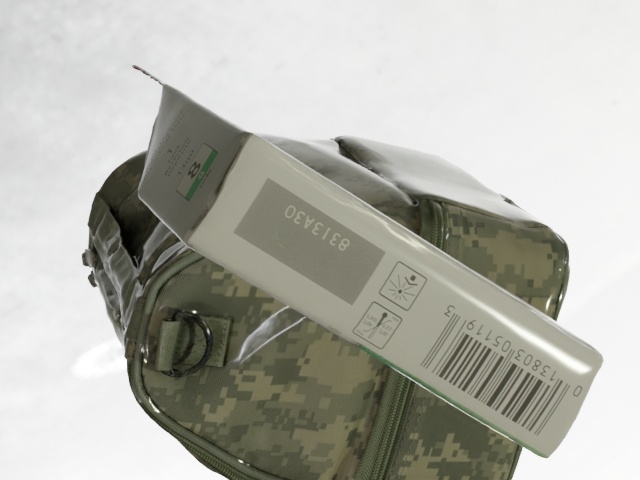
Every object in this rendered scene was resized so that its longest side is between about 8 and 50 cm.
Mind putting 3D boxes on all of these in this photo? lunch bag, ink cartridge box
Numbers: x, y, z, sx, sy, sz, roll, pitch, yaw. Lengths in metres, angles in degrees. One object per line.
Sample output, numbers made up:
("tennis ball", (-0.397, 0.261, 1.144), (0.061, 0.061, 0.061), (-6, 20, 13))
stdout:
("lunch bag", (-0.017, 0.038, 1.066), (0.256, 0.305, 0.212), (14, 102, -16))
("ink cartridge box", (0.000, 0.000, 0.712), (0.181, 0.225, 0.056), (31, 90, -22))
